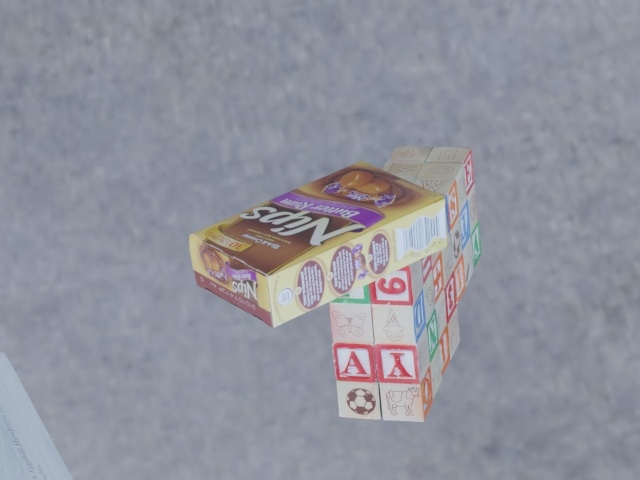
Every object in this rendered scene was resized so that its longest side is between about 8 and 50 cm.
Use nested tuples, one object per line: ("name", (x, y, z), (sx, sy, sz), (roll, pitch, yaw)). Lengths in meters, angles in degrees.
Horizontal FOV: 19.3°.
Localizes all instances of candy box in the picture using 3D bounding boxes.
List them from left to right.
("candy box", (0.000, 0.000, 1.540), (0.186, 0.109, 0.053), (-26, 123, -31))

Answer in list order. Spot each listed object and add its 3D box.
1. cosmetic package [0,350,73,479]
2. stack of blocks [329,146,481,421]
("cosmetic package", (-0.302, 0.210, 1.365), (0.224, 0.224, 0.138), (-4, 138, -41))
("stack of blocks", (0.091, 0.037, 1.929), (0.087, 0.297, 0.171), (1, 116, 17))
